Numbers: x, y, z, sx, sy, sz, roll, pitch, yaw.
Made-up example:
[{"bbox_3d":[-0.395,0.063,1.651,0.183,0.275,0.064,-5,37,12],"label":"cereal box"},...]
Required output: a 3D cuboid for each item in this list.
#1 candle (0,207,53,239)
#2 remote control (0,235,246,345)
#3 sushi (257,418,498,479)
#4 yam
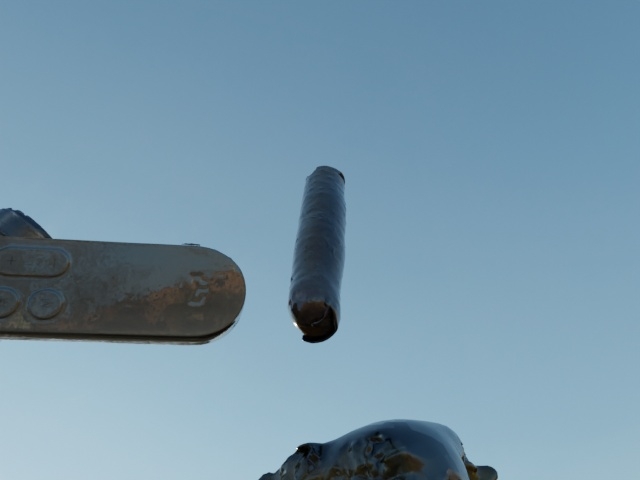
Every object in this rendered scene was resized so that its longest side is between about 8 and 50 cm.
[{"bbox_3d":[-0.589,0.097,1.173,0.330,0.187,0.187,-45,-35,-30],"label":"candle"},{"bbox_3d":[-0.177,0.036,0.507,0.245,0.077,0.022,3,-27,-8],"label":"remote control"},{"bbox_3d":[0.054,0.258,0.588,0.200,0.213,0.204,-25,-47,32],"label":"sushi"},{"bbox_3d":[0.000,0.000,0.618,0.046,0.264,0.046,1,-62,2],"label":"yam"}]
